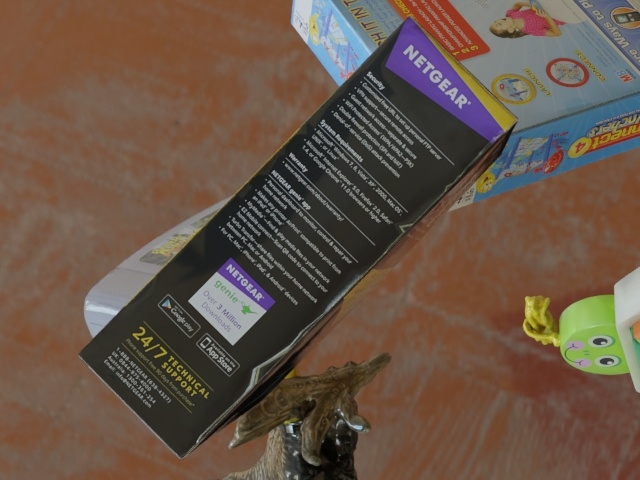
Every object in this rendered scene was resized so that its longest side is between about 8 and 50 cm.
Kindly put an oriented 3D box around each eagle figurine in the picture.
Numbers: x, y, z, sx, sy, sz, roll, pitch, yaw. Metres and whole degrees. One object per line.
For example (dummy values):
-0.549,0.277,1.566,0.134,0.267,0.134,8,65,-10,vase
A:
-0.023,0.210,1.418,0.226,0.298,0.225,27,47,11,eagle figurine

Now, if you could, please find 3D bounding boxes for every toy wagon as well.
0.330,0.069,1.242,0.344,0.267,0.068,-7,55,16,toy wagon

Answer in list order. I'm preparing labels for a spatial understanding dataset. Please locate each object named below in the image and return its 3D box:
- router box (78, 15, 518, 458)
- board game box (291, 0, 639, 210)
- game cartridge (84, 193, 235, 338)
0.000,0.000,0.946,0.081,0.309,0.243,45,93,4,router box
0.174,-0.197,1.619,0.302,0.086,0.308,-18,53,-22,board game box
-0.071,0.019,1.519,0.196,0.060,0.294,4,29,45,game cartridge
